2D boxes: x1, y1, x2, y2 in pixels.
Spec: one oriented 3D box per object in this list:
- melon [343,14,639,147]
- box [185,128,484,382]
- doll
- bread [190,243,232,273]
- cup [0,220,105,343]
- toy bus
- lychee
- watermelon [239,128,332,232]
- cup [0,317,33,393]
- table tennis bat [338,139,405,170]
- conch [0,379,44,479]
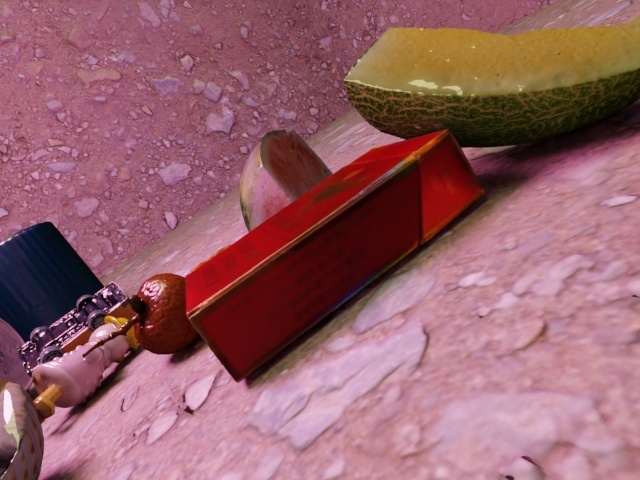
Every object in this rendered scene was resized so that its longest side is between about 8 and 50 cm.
[{"bbox_3d":[0.208,-0.164,0.464,0.323,0.124,0.196,9,5,32],"label":"melon"},{"bbox_3d":[0.000,0.000,0.503,0.313,0.089,0.197,-36,14,-11],"label":"box"},{"bbox_3d":[-0.345,0.181,0.651,0.129,0.081,0.207,-38,7,31],"label":"doll"},{"bbox_3d":[-0.203,0.049,0.846,0.083,0.044,0.111,-25,15,38],"label":"bread"},{"bbox_3d":[-0.679,0.116,1.103,0.242,0.292,0.308,-25,16,24],"label":"cup"},{"bbox_3d":[-0.401,0.167,0.753,0.182,0.103,0.091,-41,41,-24],"label":"toy bus"},{"bbox_3d":[-0.206,0.103,0.570,0.114,0.101,0.140,-67,-13,18],"label":"lychee"},{"bbox_3d":[-0.070,-0.118,0.945,0.180,0.224,0.305,18,28,8],"label":"watermelon"},{"bbox_3d":[-0.719,0.299,0.807,0.326,0.237,0.323,-36,-11,-7],"label":"cup"},{"bbox_3d":[0.145,-0.170,0.847,0.244,0.040,0.153,-24,16,17],"label":"table tennis bat"},{"bbox_3d":[-0.350,0.234,0.408,0.172,0.131,0.200,-13,38,-21],"label":"conch"}]
